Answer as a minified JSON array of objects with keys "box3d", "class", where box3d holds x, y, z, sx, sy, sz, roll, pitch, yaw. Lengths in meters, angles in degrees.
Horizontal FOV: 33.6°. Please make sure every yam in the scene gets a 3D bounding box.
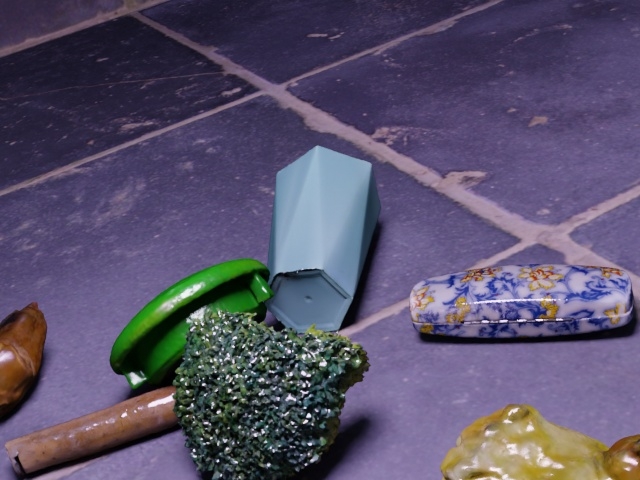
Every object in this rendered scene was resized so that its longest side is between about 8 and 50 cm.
[{"box3d":[-0.210,0.197,1.160,0.264,0.046,0.046,-17,30,-8],"class":"yam"}]

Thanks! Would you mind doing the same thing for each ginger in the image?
[{"box3d":[-0.449,0.183,1.227,0.309,0.107,0.133,-25,8,-19],"class":"ginger"}]

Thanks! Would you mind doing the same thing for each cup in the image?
[{"box3d":[0.000,0.000,1.335,0.134,0.148,0.235,-9,34,13],"class":"cup"}]

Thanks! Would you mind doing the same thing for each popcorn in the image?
[{"box3d":[0.190,0.218,0.859,0.195,0.173,0.168,4,20,19],"class":"popcorn"}]

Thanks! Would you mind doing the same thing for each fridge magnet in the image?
[{"box3d":[-0.142,0.095,1.198,0.208,0.208,0.088,-29,76,-27],"class":"fridge magnet"}]

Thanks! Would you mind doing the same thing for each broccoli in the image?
[{"box3d":[-0.040,0.146,1.094,0.220,0.194,0.194,-24,21,30],"class":"broccoli"}]

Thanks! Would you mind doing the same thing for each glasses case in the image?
[{"box3d":[0.225,0.068,1.195,0.248,0.065,0.087,-3,32,18],"class":"glasses case"}]
